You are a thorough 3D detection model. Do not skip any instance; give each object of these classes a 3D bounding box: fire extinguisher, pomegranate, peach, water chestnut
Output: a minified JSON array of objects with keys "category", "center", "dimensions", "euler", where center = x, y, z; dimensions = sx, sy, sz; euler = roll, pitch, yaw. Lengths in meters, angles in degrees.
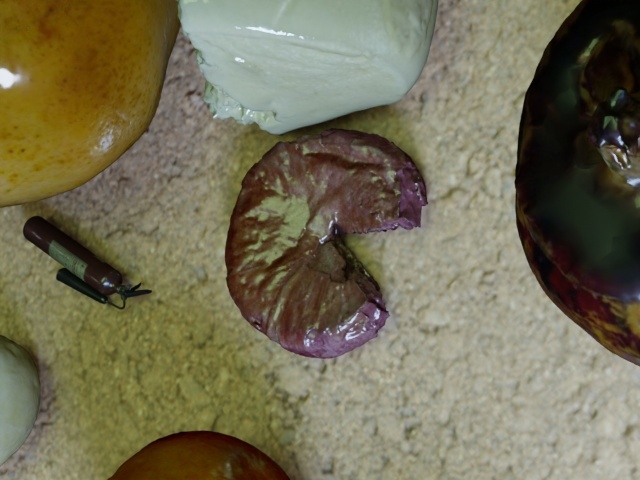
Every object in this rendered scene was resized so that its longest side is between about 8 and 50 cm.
[{"category":"fire extinguisher","center":[-0.247,0.030,1.819],"dimensions":[0.173,0.035,0.049],"euler":[31,94,37]},{"category":"pomegranate","center":[-0.333,-0.221,1.737],"dimensions":[0.416,0.416,0.417],"euler":[-7,76,31]},{"category":"peach","center":[-0.108,0.291,1.575],"dimensions":[0.243,0.199,0.243],"euler":[-9,64,19]},{"category":"water chestnut","center":[0.294,-0.060,1.328],"dimensions":[0.350,0.302,0.350],"euler":[-11,70,32]}]

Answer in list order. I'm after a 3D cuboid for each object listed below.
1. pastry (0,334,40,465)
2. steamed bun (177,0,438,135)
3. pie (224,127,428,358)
[{"category":"pastry","center":[-0.359,0.168,1.828],"dimensions":[0.156,0.092,0.156],"euler":[-8,76,35]},{"category":"steamed bun","center":[-0.038,-0.260,1.609],"dimensions":[0.273,0.272,0.290],"euler":[-8,79,31]},{"category":"pie","center":[0.000,0.000,1.654],"dimensions":[0.204,0.054,0.219],"euler":[4,82,33]}]
